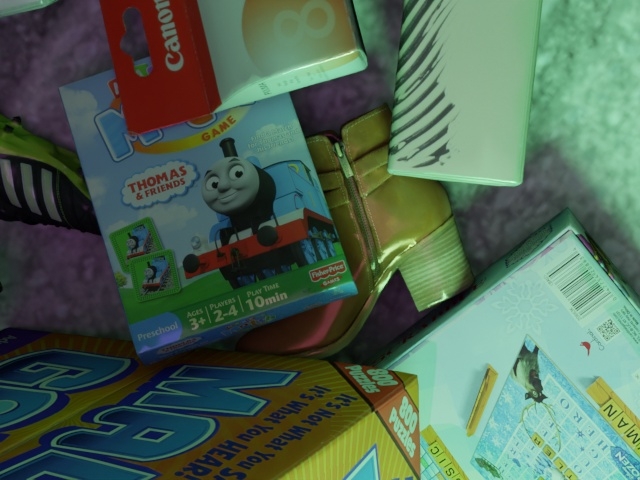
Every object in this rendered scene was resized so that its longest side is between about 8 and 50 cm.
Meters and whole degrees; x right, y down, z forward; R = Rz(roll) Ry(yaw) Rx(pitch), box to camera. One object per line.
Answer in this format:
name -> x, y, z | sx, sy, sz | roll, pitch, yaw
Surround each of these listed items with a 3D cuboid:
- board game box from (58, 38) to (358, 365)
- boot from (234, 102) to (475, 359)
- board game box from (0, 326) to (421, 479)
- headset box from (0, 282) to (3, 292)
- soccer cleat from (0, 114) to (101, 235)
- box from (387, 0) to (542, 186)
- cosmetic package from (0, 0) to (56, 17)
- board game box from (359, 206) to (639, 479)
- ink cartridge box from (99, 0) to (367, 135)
board game box -> -0.082, -0.036, 1.331 | 0.160, 0.039, 0.211 | -19, 71, 1
boot -> 0.000, 0.000, 1.376 | 0.197, 0.073, 0.152 | -26, 97, 1
board game box -> -0.161, 0.288, 1.261 | 0.356, 0.356, 0.356 | 5, 105, 26
headset box -> -0.415, 0.057, 1.355 | 0.293, 0.110, 0.218 | -44, 135, 14
soccer cleat -> -0.203, -0.036, 1.397 | 0.179, 0.060, 0.072 | 31, 115, 4
box -> 0.106, -0.177, 1.277 | 0.094, 0.113, 0.275 | 6, 92, 5
cosmetic package -> -0.307, -0.254, 1.309 | 0.224, 0.138, 0.224 | -11, 101, 8
board game box -> 0.158, 0.195, 1.405 | 0.318, 0.066, 0.318 | -37, 97, 12
ink cartridge box -> -0.069, -0.168, 1.321 | 0.179, 0.045, 0.145 | -15, 73, 4
